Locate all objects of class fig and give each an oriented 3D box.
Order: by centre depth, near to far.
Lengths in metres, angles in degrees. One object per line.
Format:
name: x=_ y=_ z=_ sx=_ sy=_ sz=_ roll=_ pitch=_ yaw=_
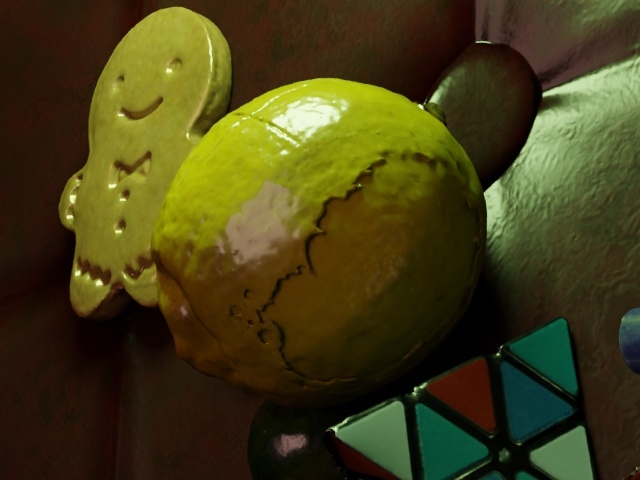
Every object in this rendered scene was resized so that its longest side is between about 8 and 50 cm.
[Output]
fig: x=-0.021 y=0.175 z=1.835 sx=0.117 sy=0.117 sz=0.177 roll=-50 pitch=36 yaw=19

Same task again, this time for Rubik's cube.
Rubik's cube: x=0.111 y=0.200 z=1.706 sx=0.234 sy=0.284 sz=0.250 roll=-50 pitch=14 yaw=51

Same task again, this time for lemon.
lemon: x=0.000 y=0.001 z=1.749 sx=0.297 sy=0.297 sz=0.297 roll=-21 pitch=59 yaw=40

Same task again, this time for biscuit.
biscuit: x=-0.190 y=-0.088 z=2.169 sx=0.275 sy=0.052 sz=0.354 roll=-6 pitch=70 yaw=45

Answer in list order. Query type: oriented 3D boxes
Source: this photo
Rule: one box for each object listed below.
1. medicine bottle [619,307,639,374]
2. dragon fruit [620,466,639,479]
medicine bottle: x=0.338 y=0.068 z=1.527 sx=0.231 sy=0.059 sz=0.059 roll=-9 pitch=67 yaw=45
dragon fruit: x=0.281 y=0.184 z=1.494 sx=0.175 sy=0.142 sz=0.138 roll=21 pitch=53 yaw=29
